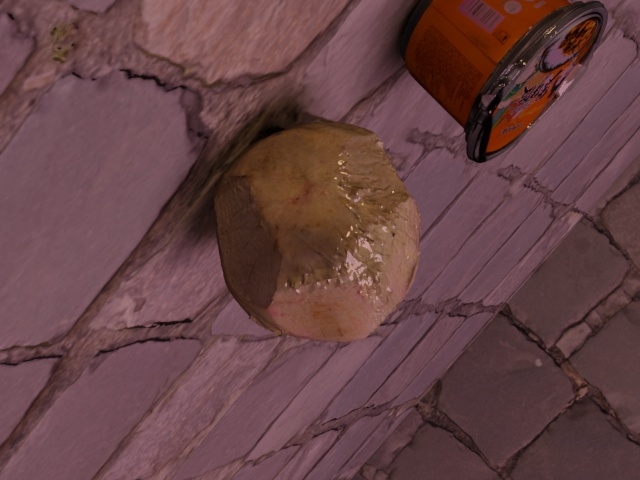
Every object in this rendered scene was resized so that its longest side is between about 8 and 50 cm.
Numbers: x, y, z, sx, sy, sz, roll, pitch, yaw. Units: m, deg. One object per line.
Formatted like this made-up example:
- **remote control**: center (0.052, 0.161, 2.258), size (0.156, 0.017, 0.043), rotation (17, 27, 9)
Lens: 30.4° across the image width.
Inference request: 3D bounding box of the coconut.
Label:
- **coconut**: center (-0.001, -0.003, 0.998), size (0.194, 0.194, 0.194), rotation (-42, 163, -16)

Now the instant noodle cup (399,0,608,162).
- **instant noodle cup**: center (0.153, -0.175, 1.062), size (0.177, 0.125, 0.208), rotation (-52, 162, 14)
